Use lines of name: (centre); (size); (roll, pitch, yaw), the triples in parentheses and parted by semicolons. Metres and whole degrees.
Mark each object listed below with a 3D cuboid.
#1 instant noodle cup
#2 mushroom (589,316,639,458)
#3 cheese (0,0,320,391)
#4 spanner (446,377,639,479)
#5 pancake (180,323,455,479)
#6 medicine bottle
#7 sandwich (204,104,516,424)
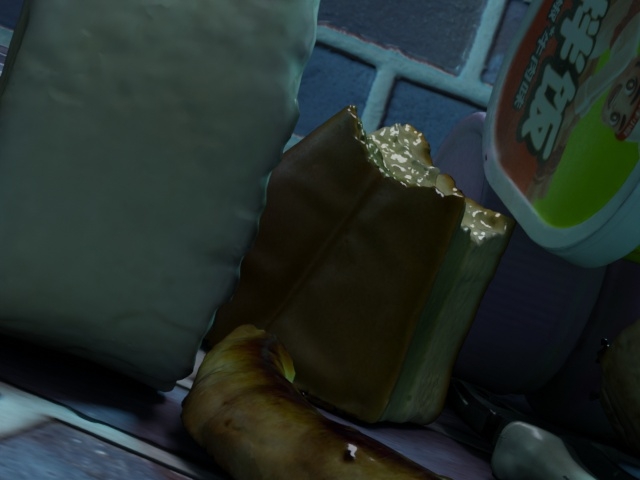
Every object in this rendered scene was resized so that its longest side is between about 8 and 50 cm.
instant noodle cup: (0.311, -0.079, 1.294); (0.308, 0.294, 0.294); (20, 6, -21)
mushroom: (0.285, 0.137, 1.235); (0.286, 0.156, 0.151); (26, 33, -52)
cheese: (-0.103, -0.095, 1.102); (0.153, 0.332, 0.292); (19, 17, -10)
spanner: (0.159, 0.147, 1.187); (0.096, 0.040, 0.325); (17, 8, -29)
pancake: (0.018, 0.111, 0.976); (0.257, 0.056, 0.212); (22, 7, 21)
medicine bottle: (0.262, 0.052, 1.492); (0.388, 0.219, 0.219); (19, 6, -12)
sandwich: (0.000, 0.000, 1.297); (0.220, 0.186, 0.108); (23, 5, 29)
